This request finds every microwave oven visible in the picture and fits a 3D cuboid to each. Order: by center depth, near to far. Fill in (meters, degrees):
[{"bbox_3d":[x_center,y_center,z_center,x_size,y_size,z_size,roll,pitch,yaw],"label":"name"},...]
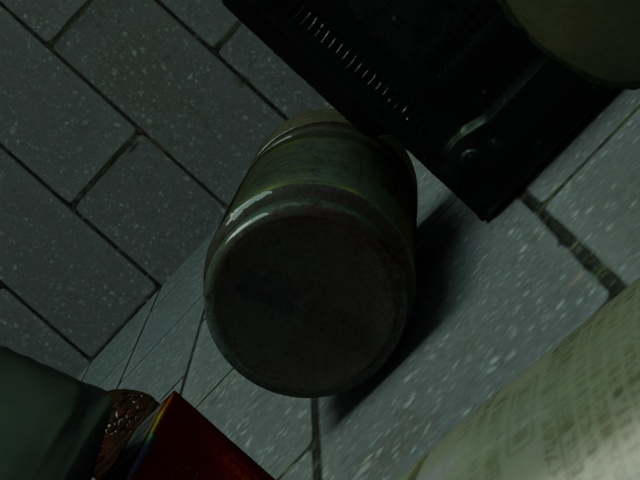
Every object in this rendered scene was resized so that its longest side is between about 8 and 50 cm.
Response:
[{"bbox_3d":[0.085,-0.195,1.079,0.237,0.295,0.181,-46,9,10],"label":"microwave oven"}]

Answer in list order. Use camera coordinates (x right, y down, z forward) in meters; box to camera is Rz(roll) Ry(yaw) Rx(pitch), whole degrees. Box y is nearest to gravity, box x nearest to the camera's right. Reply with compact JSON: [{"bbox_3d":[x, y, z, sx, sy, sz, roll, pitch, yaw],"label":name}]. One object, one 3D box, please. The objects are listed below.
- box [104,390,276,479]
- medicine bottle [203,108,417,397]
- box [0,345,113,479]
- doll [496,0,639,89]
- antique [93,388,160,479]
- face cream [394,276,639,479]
[{"bbox_3d":[-0.080,0.172,0.833,0.048,0.112,0.175,-44,9,20],"label":"box"},{"bbox_3d":[0.000,0.000,1.104,0.151,0.151,0.322,-46,8,14],"label":"medicine bottle"},{"bbox_3d":[-0.263,0.291,0.870,0.396,0.111,0.396,-64,2,-27],"label":"box"},{"bbox_3d":[0.225,-0.233,0.794,0.349,0.247,0.247,-36,-2,-43],"label":"doll"},{"bbox_3d":[-0.198,0.195,1.414,0.104,0.104,0.104,-46,8,8],"label":"antique"},{"bbox_3d":[0.109,0.065,0.446,0.348,0.081,0.173,-44,9,23],"label":"face cream"}]
